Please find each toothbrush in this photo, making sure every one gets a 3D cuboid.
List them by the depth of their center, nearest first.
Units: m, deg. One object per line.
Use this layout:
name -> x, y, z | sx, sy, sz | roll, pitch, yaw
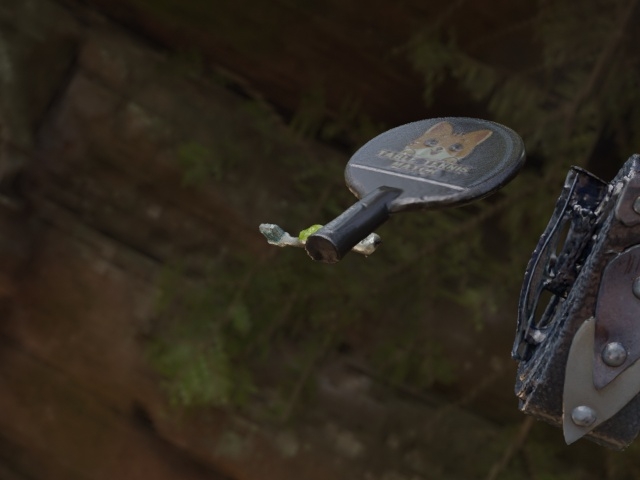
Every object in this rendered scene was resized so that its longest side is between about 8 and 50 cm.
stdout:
toothbrush -> 0.000, 0.000, 1.665 | 0.026, 0.022, 0.263 | 46, -14, -19

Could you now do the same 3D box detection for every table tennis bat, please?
table tennis bat -> 0.072, -0.045, 1.512 | 0.150, 0.236, 0.027 | 14, -54, 37

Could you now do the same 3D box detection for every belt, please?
belt -> 0.216, 0.041, 1.378 | 0.128, 0.218, 0.122 | 21, 13, -2
